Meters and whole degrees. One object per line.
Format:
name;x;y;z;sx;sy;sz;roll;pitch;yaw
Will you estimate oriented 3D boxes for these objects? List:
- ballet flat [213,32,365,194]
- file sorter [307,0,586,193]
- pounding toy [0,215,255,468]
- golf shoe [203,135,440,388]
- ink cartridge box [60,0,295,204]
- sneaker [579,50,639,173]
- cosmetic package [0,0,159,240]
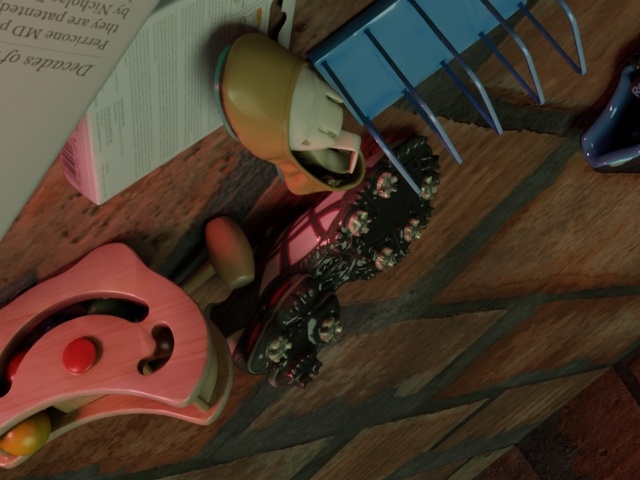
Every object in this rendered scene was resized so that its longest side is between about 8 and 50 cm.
ballet flat;-0.010;-0.086;0.681;0.232;0.073;0.080;40;61;-76
file sorter;0.103;-0.133;0.723;0.170;0.104;0.118;-37;155;7
pounding toy;-0.154;0.106;0.794;0.270;0.154;0.155;-31;154;-4
golf shoe;0.000;0.000;0.862;0.273;0.120;0.105;-50;136;-15
ink cartridge box;-0.092;-0.121;0.618;0.179;0.045;0.145;-41;160;-29
sneaker;0.394;-0.180;0.951;0.140;0.125;0.340;-11;145;-29
cosmetic package;-0.183;-0.109;0.333;0.155;0.197;0.365;-1;142;-49
